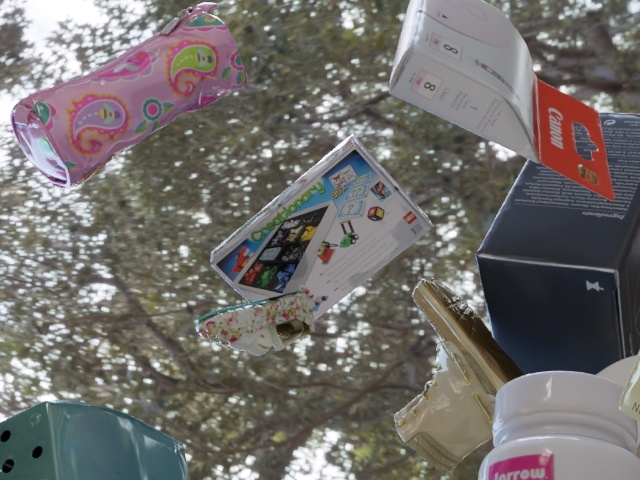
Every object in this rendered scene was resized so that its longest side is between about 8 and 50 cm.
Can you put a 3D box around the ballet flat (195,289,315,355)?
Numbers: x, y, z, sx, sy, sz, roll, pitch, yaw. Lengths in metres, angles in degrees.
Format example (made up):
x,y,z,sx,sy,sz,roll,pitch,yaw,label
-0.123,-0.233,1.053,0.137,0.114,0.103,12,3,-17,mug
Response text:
x,y,z,sx,sy,sz,roll,pitch,yaw,label
-0.079,0.122,1.365,0.241,0.091,0.077,-10,-107,-55,ballet flat

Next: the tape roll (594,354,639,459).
x,y,z,sx,sy,sz,roll,pitch,yaw,label
0.464,0.320,1.167,0.391,0.072,0.392,7,-128,-9,tape roll

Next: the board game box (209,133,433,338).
x,y,z,sx,sy,sz,roll,pitch,yaw,label
0.000,0.000,1.520,0.305,0.053,0.193,-39,-69,13,board game box

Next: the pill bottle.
x,y,z,sx,sy,sz,roll,pitch,yaw,label
0.219,0.273,0.858,0.160,0.160,0.283,33,-131,-31,pill bottle

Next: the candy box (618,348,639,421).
x,y,z,sx,sy,sz,roll,pitch,yaw,label
0.249,-0.008,0.359,0.087,0.182,0.316,-44,-29,-36,candy box

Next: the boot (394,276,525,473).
x,y,z,sx,sy,sz,roll,pitch,yaw,label
0.178,0.206,1.444,0.262,0.203,0.095,51,-155,3,boot

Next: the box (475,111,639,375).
x,y,z,sx,sy,sz,roll,pitch,yaw,label
0.430,0.023,1.522,0.395,0.211,0.294,-54,-41,-40,box

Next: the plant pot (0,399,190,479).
x,y,z,sx,sy,sz,roll,pitch,yaw,label
-0.257,0.273,0.995,0.165,0.165,0.234,-26,-38,8,plant pot

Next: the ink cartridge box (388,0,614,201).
x,y,z,sx,sy,sz,roll,pitch,yaw,label
0.184,-0.152,0.908,0.232,0.066,0.189,22,-144,-4,ink cartridge box

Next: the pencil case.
x,y,z,sx,sy,sz,roll,pitch,yaw,label
-0.221,-0.175,1.130,0.284,0.124,0.124,-37,-70,-26,pencil case
